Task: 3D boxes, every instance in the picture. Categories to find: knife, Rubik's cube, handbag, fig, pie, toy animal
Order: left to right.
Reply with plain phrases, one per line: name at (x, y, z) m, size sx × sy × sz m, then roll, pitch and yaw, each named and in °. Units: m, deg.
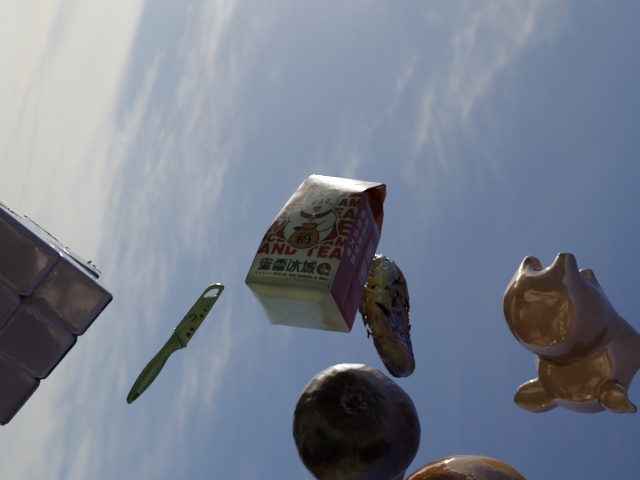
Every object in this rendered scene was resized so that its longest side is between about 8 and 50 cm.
Rubik's cube at (-0.449, 0.074, 1.161) m, size 0.224 × 0.221 × 0.231 m, roll -52°, pitch -157°, yaw -7°
knife at (-0.198, 0.142, 1.166) m, size 0.207 × 0.030 × 0.014 m, roll -53°, pitch -159°, yaw -1°
handbag at (0.000, 0.000, 1.501) m, size 0.171 × 0.151 × 0.298 m, roll 4°, pitch -123°, yaw 23°
fig at (0.058, 0.340, 1.527) m, size 0.214 × 0.235 × 0.235 m, roll 126°, pitch -33°, yaw -58°
pie at (0.153, 0.170, 1.922) m, size 0.086 × 0.308 × 0.308 m, roll -10°, pitch -118°, yaw 16°
toy animal at (0.457, 0.175, 1.550) m, size 0.237 × 0.326 × 0.269 m, roll -8°, pitch -114°, yaw 45°

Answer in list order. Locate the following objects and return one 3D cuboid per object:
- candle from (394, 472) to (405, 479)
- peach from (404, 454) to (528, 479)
candle at (0.116, 0.474, 2.176) m, size 0.131 × 0.287 × 0.317 m, roll -39°, pitch -168°, yaw 36°
peach at (0.196, 0.419, 1.188) m, size 0.252 × 0.252 × 0.252 m, roll -37°, pitch -132°, yaw 55°
